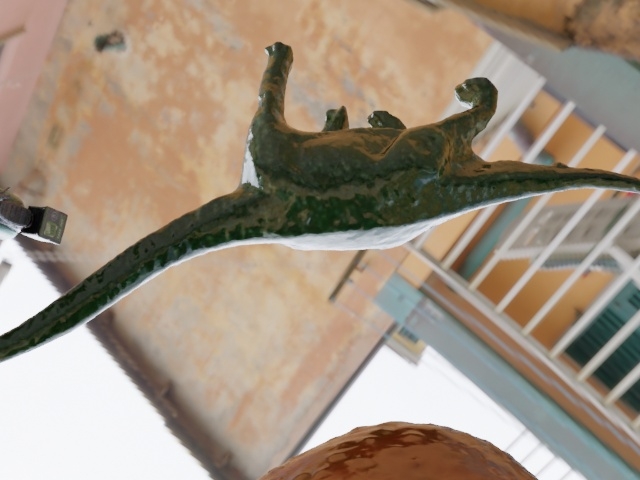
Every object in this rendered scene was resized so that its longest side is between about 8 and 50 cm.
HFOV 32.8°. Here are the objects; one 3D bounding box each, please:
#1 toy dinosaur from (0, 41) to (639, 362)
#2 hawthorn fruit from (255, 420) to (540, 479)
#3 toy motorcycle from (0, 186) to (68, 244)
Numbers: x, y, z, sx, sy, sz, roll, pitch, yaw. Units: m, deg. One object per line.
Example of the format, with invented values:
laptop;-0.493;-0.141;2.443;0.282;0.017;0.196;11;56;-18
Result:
toy dinosaur;0.000;0.000;0.694;0.447;0.087;0.301;9;-133;11
hawthorn fruit;0.009;0.246;0.497;0.330;0.287;0.287;-17;-121;-43
toy motorcycle;-0.385;-0.040;1.259;0.173;0.100;0.058;30;-111;-57
